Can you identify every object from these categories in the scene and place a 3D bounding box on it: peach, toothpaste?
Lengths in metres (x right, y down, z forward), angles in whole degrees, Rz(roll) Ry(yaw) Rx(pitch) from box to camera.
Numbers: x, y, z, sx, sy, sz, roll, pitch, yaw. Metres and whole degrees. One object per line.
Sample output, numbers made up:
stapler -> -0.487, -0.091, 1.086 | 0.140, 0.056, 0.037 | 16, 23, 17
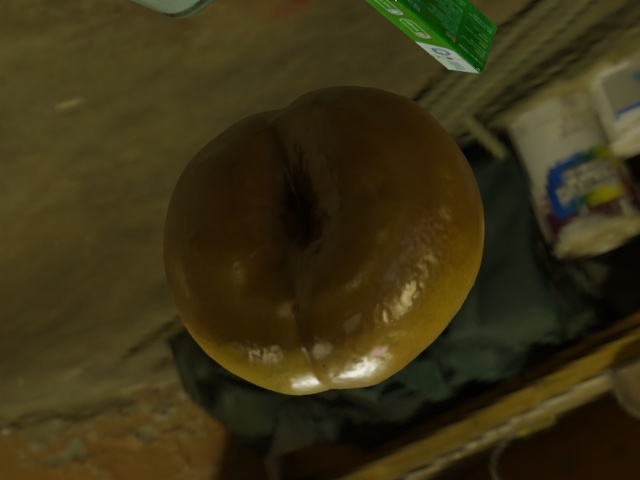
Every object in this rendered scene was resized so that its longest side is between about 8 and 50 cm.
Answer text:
peach -> 0.000, 0.000, 1.108 | 0.251, 0.251, 0.153 | -22, 135, 10
toothpaste -> 0.038, -0.084, 0.537 | 0.017, 0.020, 0.083 | 11, 171, 33

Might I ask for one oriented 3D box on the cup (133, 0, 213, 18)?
cup -> -0.171, -0.354, 0.766 | 0.392, 0.310, 0.401 | 15, 109, -24
